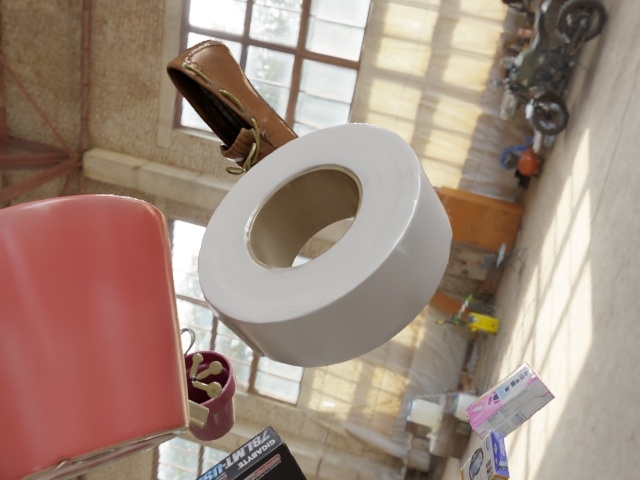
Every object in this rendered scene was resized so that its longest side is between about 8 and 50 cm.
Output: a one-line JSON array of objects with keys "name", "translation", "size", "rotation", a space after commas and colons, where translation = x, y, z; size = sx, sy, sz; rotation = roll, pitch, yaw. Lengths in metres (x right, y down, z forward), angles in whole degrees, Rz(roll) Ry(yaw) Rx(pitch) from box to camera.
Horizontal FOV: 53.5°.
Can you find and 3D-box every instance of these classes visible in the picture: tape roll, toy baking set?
[{"name": "tape roll", "translation": [0.000, 0.000, 0.732], "size": [0.100, 0.286, 0.286], "rotation": [52, -134, -41]}, {"name": "toy baking set", "translation": [-0.325, 0.315, 1.475], "size": [0.197, 0.256, 0.030], "rotation": [-50, -21, 8]}]

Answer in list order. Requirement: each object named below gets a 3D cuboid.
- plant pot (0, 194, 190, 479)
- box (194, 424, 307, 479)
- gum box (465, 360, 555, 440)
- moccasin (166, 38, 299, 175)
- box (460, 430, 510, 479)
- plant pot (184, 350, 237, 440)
[{"name": "plant pot", "translation": [-0.268, 0.118, 0.684], "size": [0.275, 0.274, 0.243], "rotation": [74, 176, -73]}, {"name": "box", "translation": [-0.152, 0.564, 1.276], "size": [0.295, 0.073, 0.293], "rotation": [-33, -56, -18]}, {"name": "gum box", "translation": [0.406, 0.359, 1.386], "size": [0.188, 0.062, 0.107], "rotation": [-42, 3, 8]}, {"name": "moccasin", "translation": [-0.136, -0.189, 1.177], "size": [0.147, 0.139, 0.380], "rotation": [-46, -70, -36]}, {"name": "box", "translation": [0.266, 0.371, 1.021], "size": [0.081, 0.028, 0.136], "rotation": [-80, 10, -52]}, {"name": "plant pot", "translation": [-0.308, 0.426, 1.690], "size": [0.201, 0.201, 0.180], "rotation": [-65, -30, -50]}]
